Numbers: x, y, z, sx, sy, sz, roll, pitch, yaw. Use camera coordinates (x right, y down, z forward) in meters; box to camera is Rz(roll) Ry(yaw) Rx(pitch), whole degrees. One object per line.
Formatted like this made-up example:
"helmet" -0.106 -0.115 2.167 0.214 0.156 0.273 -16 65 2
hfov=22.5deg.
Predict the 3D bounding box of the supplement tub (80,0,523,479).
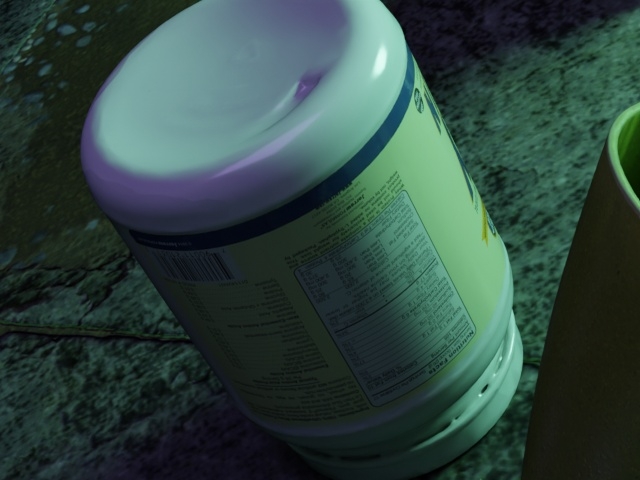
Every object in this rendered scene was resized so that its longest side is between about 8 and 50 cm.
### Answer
"supplement tub" 0.000 0.000 1.149 0.235 0.325 0.235 -18 40 15

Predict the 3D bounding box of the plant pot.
"plant pot" 0.227 0.116 0.897 0.275 0.293 0.275 16 31 -10
